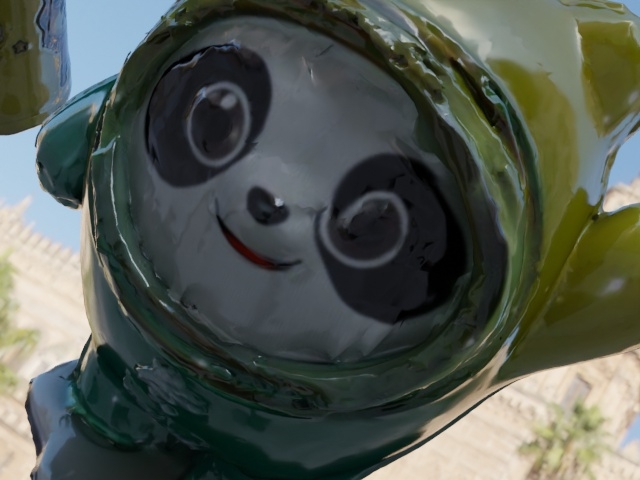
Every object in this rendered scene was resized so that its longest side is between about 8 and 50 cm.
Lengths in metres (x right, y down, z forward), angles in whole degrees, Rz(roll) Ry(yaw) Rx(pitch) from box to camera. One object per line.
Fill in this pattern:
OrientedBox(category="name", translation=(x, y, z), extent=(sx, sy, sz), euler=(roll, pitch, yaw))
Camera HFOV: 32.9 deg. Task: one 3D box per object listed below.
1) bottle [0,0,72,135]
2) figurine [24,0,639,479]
OrientedBox(category="bottle", translation=(-0.336, -0.282, 1.067), extent=(0.171, 0.171, 0.351), euler=(29, -41, 15))
OrientedBox(category="figurine", translation=(0.000, 0.000, 0.530), extent=(0.324, 0.231, 0.340), euler=(36, -65, 11))
